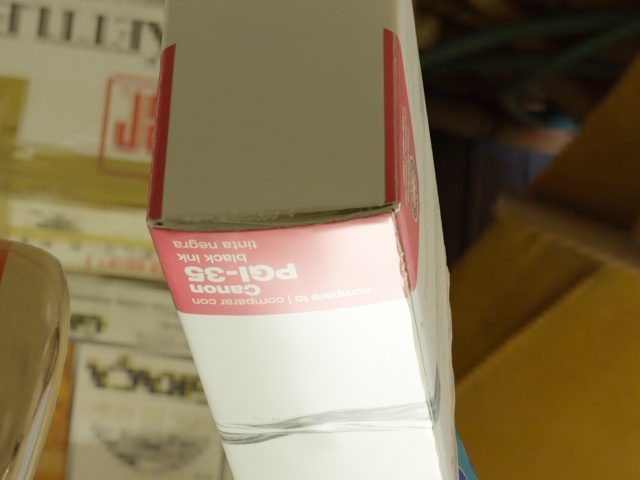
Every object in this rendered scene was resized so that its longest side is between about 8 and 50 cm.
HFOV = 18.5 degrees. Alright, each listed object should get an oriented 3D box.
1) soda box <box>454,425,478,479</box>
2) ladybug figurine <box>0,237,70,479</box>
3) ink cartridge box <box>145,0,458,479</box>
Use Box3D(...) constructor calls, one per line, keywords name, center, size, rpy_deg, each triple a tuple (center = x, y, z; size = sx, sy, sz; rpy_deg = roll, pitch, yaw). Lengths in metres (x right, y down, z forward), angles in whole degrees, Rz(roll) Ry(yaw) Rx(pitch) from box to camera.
Box3D(name="soda box", center=(0.047, 0.141, 1.310), size=(0.071, 0.210, 0.067), rpy_deg=(-18, -170, 32))
Box3D(name="ladybug figurine", center=(-0.297, 0.148, 1.319), size=(0.162, 0.449, 0.305), rpy_deg=(30, 122, -15))
Box3D(name="ink cartridge box", center=(0.000, 0.000, 1.006), size=(0.117, 0.207, 0.283), rpy_deg=(-5, 141, 6))
